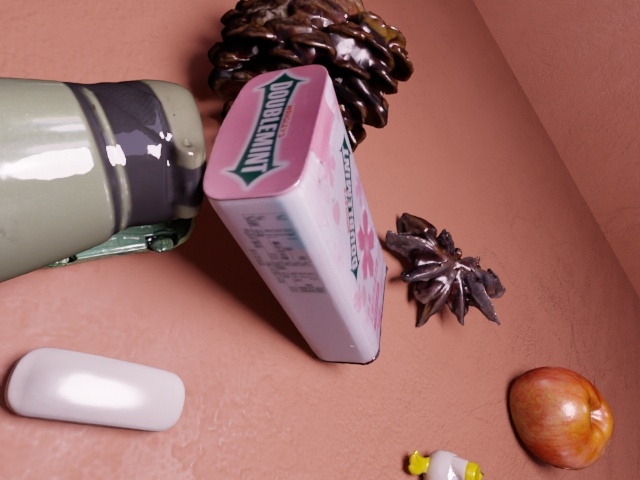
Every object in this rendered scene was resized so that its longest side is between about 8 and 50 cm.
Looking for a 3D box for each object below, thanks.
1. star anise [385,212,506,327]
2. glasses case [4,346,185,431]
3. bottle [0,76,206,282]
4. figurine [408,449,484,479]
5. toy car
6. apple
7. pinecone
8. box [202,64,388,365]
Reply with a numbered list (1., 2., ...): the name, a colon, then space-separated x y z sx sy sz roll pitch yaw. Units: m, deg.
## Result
1. star anise: 0.236 0.059 0.861 0.282 0.129 0.212 28 47 -22
2. glasses case: -0.213 0.149 0.435 0.164 0.041 0.063 24 54 -34
3. bottle: -0.253 -0.052 0.361 0.347 0.168 0.168 -20 85 -35
4. figurine: 0.188 0.416 0.672 0.129 0.109 0.178 13 59 -10
5. toy car: -0.232 -0.016 0.486 0.186 0.058 0.093 -10 76 -33
6. apple: 0.510 0.373 0.936 0.209 0.164 0.209 19 59 -34
7. pinecone: -0.018 -0.242 0.657 0.242 0.298 0.296 82 29 -54
8. box: 0.000 0.000 0.551 0.370 0.112 0.190 68 28 -48
